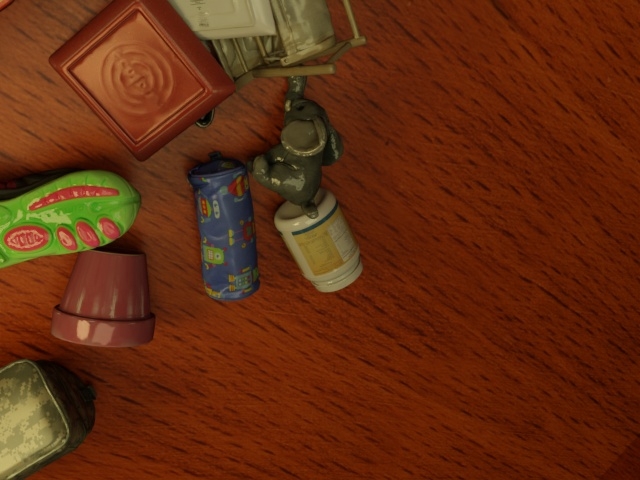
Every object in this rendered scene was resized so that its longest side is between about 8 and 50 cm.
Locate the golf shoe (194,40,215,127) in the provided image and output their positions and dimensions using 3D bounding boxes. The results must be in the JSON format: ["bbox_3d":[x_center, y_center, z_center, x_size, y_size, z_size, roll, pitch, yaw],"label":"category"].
[{"bbox_3d":[-0.234,-0.314,1.334,0.068,0.086,0.186,-11,112,-13],"label":"golf shoe"}]

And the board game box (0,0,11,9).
[{"bbox_3d":[-0.694,-0.404,0.963,0.356,0.356,0.356,-40,118,-12],"label":"board game box"}]

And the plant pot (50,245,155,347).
[{"bbox_3d":[-0.430,0.107,1.387,0.201,0.201,0.180,8,93,-21],"label":"plant pot"}]

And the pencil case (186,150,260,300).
[{"bbox_3d":[-0.205,-0.025,1.439,0.133,0.119,0.306,4,115,19],"label":"pencil case"}]

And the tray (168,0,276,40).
[{"bbox_3d":[-0.215,-0.427,1.221,0.271,0.030,0.145,4,125,28],"label":"tray"}]

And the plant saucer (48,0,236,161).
[{"bbox_3d":[-0.334,-0.302,1.265,0.259,0.047,0.258,-33,112,17],"label":"plant saucer"}]

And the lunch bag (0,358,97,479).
[{"bbox_3d":[-0.630,0.391,1.396,0.305,0.256,0.212,-32,77,-6],"label":"lunch bag"}]

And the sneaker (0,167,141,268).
[{"bbox_3d":[-0.568,-0.039,1.278,0.483,0.202,0.185,-2,98,1],"label":"sneaker"}]

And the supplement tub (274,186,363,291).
[{"bbox_3d":[0.000,0.000,1.504,0.144,0.144,0.199,-30,117,-5],"label":"supplement tub"}]

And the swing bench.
[{"bbox_3d":[-0.086,-0.437,1.272,0.165,0.255,0.253,-53,131,-45],"label":"swing bench"}]

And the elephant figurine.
[{"bbox_3d":[-0.033,-0.206,1.396,0.186,0.169,0.239,31,102,-21],"label":"elephant figurine"}]
